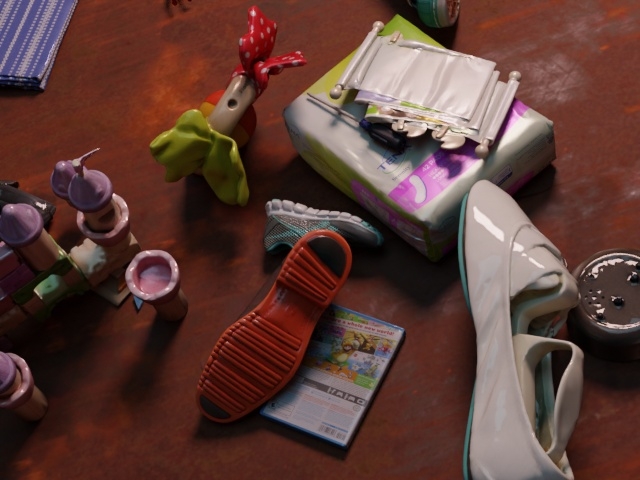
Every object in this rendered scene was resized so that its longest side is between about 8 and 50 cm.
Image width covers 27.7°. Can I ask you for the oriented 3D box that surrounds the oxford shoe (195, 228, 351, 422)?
[{"bbox_3d":[-0.054,0.105,1.585,0.097,0.098,0.271,38,91,-5],"label":"oxford shoe"}]

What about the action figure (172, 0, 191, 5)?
[{"bbox_3d":[-0.227,-0.399,1.984,0.038,0.030,0.115,-20,50,-5],"label":"action figure"}]

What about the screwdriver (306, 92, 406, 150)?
[{"bbox_3d":[0.041,-0.156,1.636,0.170,0.025,0.024,34,71,30],"label":"screwdriver"}]

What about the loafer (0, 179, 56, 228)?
[{"bbox_3d":[-0.442,-0.058,1.810,0.170,0.062,0.061,33,62,20],"label":"loafer"}]

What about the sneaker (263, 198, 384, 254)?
[{"bbox_3d":[0.000,0.000,1.659,0.166,0.065,0.076,11,78,24],"label":"sneaker"}]

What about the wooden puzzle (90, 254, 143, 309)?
[{"bbox_3d":[-0.270,0.044,1.721,0.116,0.014,0.078,22,66,25],"label":"wooden puzzle"}]

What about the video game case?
[{"bbox_3d":[0.016,0.160,1.570,0.119,0.015,0.166,18,65,25],"label":"video game case"}]

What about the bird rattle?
[{"bbox_3d":[-0.124,-0.175,1.711,0.143,0.207,0.253,24,79,-9],"label":"bird rattle"}]

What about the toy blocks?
[{"bbox_3d":[-0.366,0.013,1.587,0.288,0.260,0.309,-36,68,-8],"label":"toy blocks"}]

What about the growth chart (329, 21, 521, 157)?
[{"bbox_3d":[0.131,-0.190,1.627,0.237,0.021,0.172,23,57,22],"label":"growth chart"}]

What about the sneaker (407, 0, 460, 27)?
[{"bbox_3d":[0.129,-0.405,1.851,0.121,0.108,0.302,-10,48,10],"label":"sneaker"}]

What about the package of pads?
[{"bbox_3d":[0.119,-0.133,1.678,0.229,0.101,0.296,-40,56,-13],"label":"package of pads"}]

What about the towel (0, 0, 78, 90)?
[{"bbox_3d":[-0.546,-0.336,2.031,0.336,0.040,0.243,4,58,15],"label":"towel"}]

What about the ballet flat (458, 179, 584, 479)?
[{"bbox_3d":[0.235,0.107,1.460,0.139,0.139,0.400,-3,64,13],"label":"ballet flat"}]

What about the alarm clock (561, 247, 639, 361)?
[{"bbox_3d":[0.334,0.063,1.521,0.192,0.064,0.129,28,69,32],"label":"alarm clock"}]
